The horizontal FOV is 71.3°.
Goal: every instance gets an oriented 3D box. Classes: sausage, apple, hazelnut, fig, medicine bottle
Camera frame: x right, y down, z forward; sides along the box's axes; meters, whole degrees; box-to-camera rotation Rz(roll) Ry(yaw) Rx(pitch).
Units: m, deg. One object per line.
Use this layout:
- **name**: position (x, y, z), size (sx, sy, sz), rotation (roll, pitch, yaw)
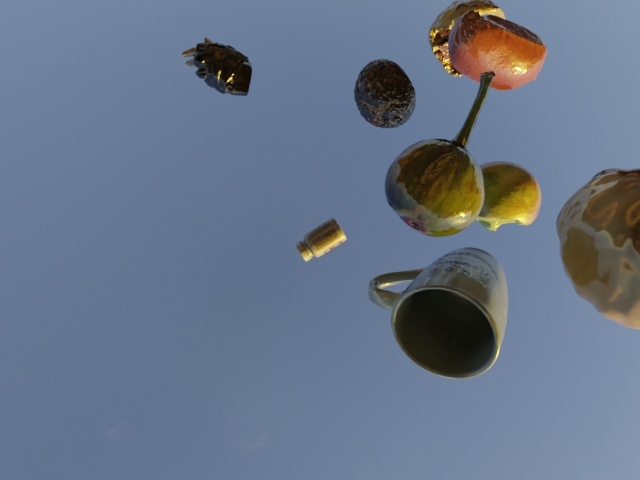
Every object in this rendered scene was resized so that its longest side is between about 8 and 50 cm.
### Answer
- **sausage**: position (0.399, -0.430, 1.018), size (0.255, 0.148, 0.148), rotation (11, -111, -18)
- **apple**: position (0.578, -0.137, 1.464), size (0.226, 0.246, 0.246), rotation (-7, -107, -28)
- **hazelnut**: position (0.509, 0.011, 0.693), size (0.261, 0.261, 0.241), rotation (51, -153, 6)
- **fig**: position (0.192, -0.128, 0.655), size (0.149, 0.149, 0.245), rotation (28, -93, -5)
- **medicine bottle**: position (0.000, 0.000, 1.321), size (0.140, 0.079, 0.079), rotation (-32, -98, 0)

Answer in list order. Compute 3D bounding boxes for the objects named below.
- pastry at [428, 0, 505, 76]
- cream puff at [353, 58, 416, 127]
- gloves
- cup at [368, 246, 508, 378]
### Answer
- **pastry**: position (0.485, -0.720, 1.521), size (0.256, 0.237, 0.170), rotation (20, -140, -50)
- **cream puff**: position (0.210, -0.494, 1.524), size (0.165, 0.239, 0.239), rotation (-34, -97, -10)
- **gloves**: position (-0.315, -0.529, 1.350), size (0.203, 0.124, 0.164), rotation (9, -101, -20)
- **cup**: position (0.229, 0.106, 0.865), size (0.258, 0.186, 0.234), rotation (17, -149, 23)
